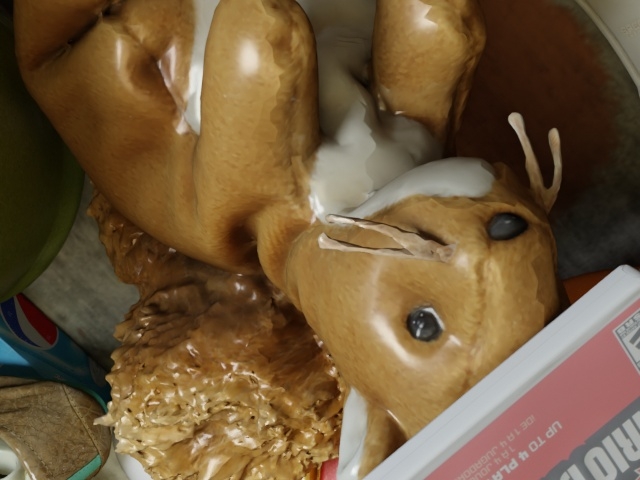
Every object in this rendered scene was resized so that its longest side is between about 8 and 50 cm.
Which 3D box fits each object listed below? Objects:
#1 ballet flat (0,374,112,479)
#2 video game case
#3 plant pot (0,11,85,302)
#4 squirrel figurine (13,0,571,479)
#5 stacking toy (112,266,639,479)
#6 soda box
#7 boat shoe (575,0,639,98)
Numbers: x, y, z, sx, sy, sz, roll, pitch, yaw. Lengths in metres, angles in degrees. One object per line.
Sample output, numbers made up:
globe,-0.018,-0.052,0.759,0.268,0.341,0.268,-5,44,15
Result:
ballet flat,-0.332,0.156,1.120,0.343,0.124,0.116,7,126,15
video game case,0.155,0.175,0.805,0.204,0.025,0.285,-39,121,-5
plant pot,-0.331,-0.050,0.923,0.367,0.353,0.366,2,96,18
squirrel figurine,0.000,0.000,0.915,0.370,0.281,0.397,50,140,24
stacking toy,0.053,0.159,1.085,0.480,0.350,0.350,6,120,25
soda box,-0.261,0.089,1.177,0.071,0.067,0.210,-38,107,24
boat shoe,0.223,-0.192,0.961,0.112,0.095,0.335,-10,118,53
